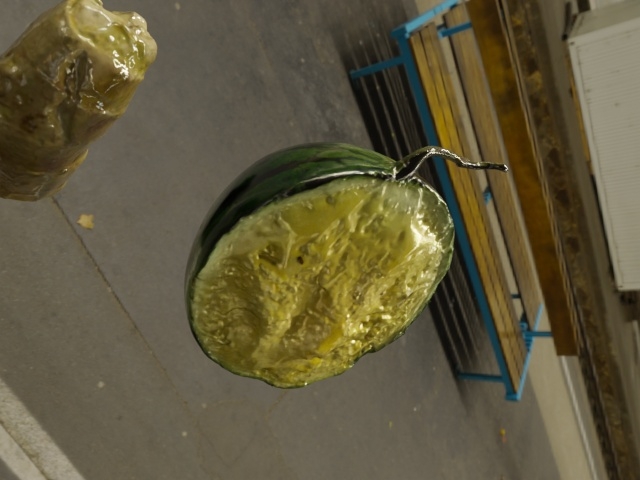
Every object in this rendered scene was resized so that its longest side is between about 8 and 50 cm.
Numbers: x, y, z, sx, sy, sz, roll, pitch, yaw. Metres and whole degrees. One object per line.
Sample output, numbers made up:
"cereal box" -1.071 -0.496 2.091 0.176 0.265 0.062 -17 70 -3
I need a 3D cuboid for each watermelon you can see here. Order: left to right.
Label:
"watermelon" -0.005 0.006 0.403 0.204 0.232 0.127 4 35 -27

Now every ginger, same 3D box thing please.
"ginger" -0.263 -0.129 0.494 0.109 0.263 0.116 34 42 -29
